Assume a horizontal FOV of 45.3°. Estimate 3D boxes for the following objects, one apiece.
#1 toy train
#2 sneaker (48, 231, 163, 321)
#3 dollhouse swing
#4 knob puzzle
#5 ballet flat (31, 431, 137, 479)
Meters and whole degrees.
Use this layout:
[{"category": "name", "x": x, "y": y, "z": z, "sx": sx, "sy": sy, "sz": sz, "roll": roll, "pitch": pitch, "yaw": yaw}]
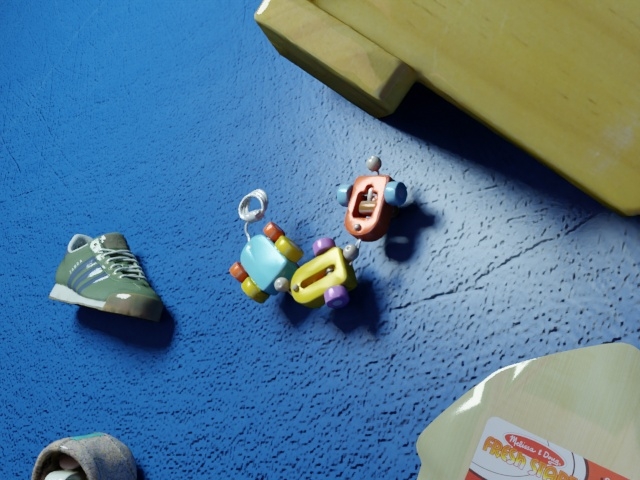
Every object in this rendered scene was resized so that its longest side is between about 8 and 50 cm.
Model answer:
[{"category": "toy train", "x": 0.000, "y": 0.000, "z": 0.640, "sx": 0.166, "sy": 0.046, "sz": 0.125, "roll": -4, "pitch": 66, "yaw": 38}, {"category": "sneaker", "x": -0.226, "y": 0.032, "z": 0.813, "sx": 0.192, "sy": 0.064, "sz": 0.086, "roll": 4, "pitch": 78, "yaw": 47}, {"category": "dollhouse swing", "x": 0.178, "y": -0.214, "z": 0.569, "sx": 0.347, "sy": 0.305, "sz": 0.315, "roll": -56, "pitch": 3, "yaw": 7}, {"category": "knob puzzle", "x": 0.142, "y": 0.151, "z": 0.430, "sx": 0.213, "sy": 0.030, "sz": 0.213, "roll": -10, "pitch": 71, "yaw": 29}, {"category": "ballet flat", "x": -0.233, "y": 0.317, "z": 0.639, "sx": 0.108, "sy": 0.106, "sz": 0.316, "roll": -3, "pitch": 67, "yaw": 14}]
